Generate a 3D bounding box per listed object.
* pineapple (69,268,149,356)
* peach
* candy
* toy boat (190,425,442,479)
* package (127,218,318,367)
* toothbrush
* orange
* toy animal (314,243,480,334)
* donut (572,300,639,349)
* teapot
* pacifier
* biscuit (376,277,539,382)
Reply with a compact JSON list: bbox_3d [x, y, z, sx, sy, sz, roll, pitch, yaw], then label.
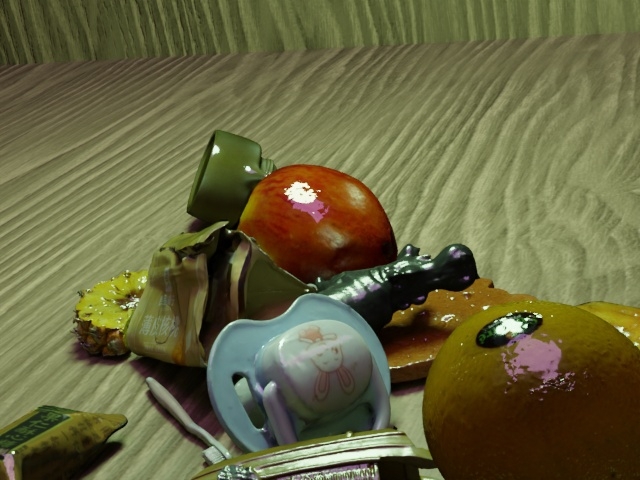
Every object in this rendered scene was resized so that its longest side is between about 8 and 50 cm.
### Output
[{"bbox_3d":[-0.354,0.119,2.085,0.135,0.080,0.233,-5,21,16],"label":"pineapple"},{"bbox_3d":[0.000,0.000,2.043,0.281,0.238,0.281,20,-5,2],"label":"peach"},{"bbox_3d":[-0.379,0.283,1.651,0.143,0.101,0.271,7,20,21],"label":"candy"},{"bbox_3d":[-0.003,0.296,1.476,0.310,0.089,0.115,-8,34,-3],"label":"toy boat"},{"bbox_3d":[-0.184,0.067,1.875,0.221,0.165,0.311,-38,15,-21],"label":"package"},{"bbox_3d":[-0.194,0.254,1.748,0.029,0.025,0.307,-26,26,-19],"label":"toothbrush"},{"bbox_3d":[0.245,0.197,1.388,0.274,0.274,0.274,-8,21,3],"label":"orange"},{"bbox_3d":[0.060,0.094,1.836,0.343,0.106,0.168,-32,22,-14],"label":"toy animal"},{"bbox_3d":[0.373,0.158,1.647,0.253,0.118,0.253,-10,21,4],"label":"donut"},{"bbox_3d":[-0.162,-0.107,2.490,0.175,0.186,0.267,21,-14,-11],"label":"teapot"},{"bbox_3d":[-0.039,0.206,1.647,0.287,0.238,0.226,-24,-6,-38],"label":"pacifier"},{"bbox_3d":[0.174,0.138,1.876,0.283,0.043,0.306,6,27,33],"label":"biscuit"}]
